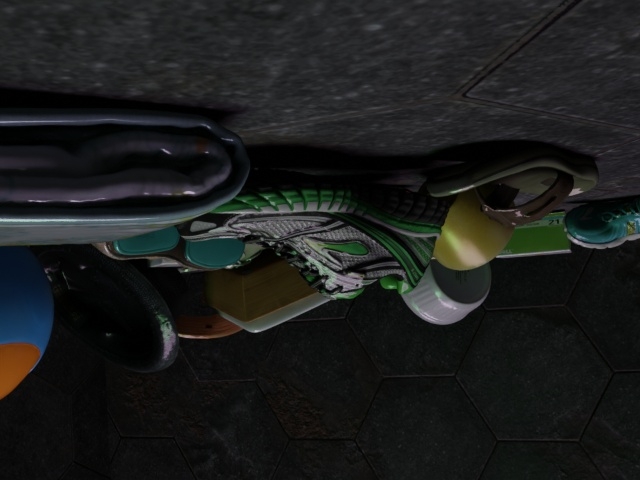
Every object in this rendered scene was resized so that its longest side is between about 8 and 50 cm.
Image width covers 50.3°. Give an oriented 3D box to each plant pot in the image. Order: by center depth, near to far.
[{"bbox_3d":[0.181,-0.040,0.923,0.134,0.134,0.095,-8,148,42],"label":"plant pot"}]

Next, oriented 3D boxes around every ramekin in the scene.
[{"bbox_3d":[0.353,0.091,1.905,0.273,0.272,0.127,-2,163,-28],"label":"ramekin"}]

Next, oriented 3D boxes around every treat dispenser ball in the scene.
[{"bbox_3d":[-0.529,0.104,0.959,0.288,0.288,0.288,-4,176,0],"label":"treat dispenser ball"}]

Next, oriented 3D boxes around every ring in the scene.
[{"bbox_3d":[-0.294,0.103,1.475,0.337,0.032,0.336,15,-151,-9],"label":"ring"}]

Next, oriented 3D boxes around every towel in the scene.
[{"bbox_3d":[-0.293,-0.044,0.578,0.375,0.090,0.321,-1,178,-33],"label":"towel"}]

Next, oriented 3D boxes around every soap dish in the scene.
[{"bbox_3d":[-0.075,0.065,1.376,0.291,0.118,0.229,-22,-164,-26],"label":"soap dish"}]

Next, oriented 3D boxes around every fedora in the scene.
[{"bbox_3d":[-0.362,0.079,1.246,0.334,0.334,0.152,-7,-152,37],"label":"fedora"}]

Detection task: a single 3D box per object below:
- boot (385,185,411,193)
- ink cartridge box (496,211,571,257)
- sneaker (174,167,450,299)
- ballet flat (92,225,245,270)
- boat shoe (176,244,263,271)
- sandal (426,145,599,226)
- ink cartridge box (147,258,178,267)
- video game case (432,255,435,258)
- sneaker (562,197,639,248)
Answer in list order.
[{"bbox_3d":[0.100,-0.032,1.100,0.236,0.085,0.179,0,172,-40],"label":"boot"},{"bbox_3d":[0.528,-0.011,1.718,0.189,0.097,0.255,-6,176,21],"label":"ink cartridge box"},{"bbox_3d":[0.000,0.000,0.777,0.344,0.146,0.134,7,-172,-29],"label":"sneaker"},{"bbox_3d":[-0.227,-0.020,0.989,0.106,0.107,0.316,14,179,26],"label":"ballet flat"},{"bbox_3d":[-0.163,0.006,1.269,0.302,0.094,0.109,-7,175,37],"label":"boat shoe"},{"bbox_3d":[0.257,-0.061,0.842,0.303,0.086,0.120,-1,174,-40],"label":"sandal"},{"bbox_3d":[-0.224,-0.003,1.123,0.143,0.089,0.092,-1,174,-29],"label":"ink cartridge box"},{"bbox_3d":[0.215,0.000,1.520,0.248,0.035,0.275,-4,-169,-3],"label":"video game case"},{"bbox_3d":[0.642,-0.055,1.424,0.275,0.107,0.110,-9,157,-4],"label":"sneaker"}]
